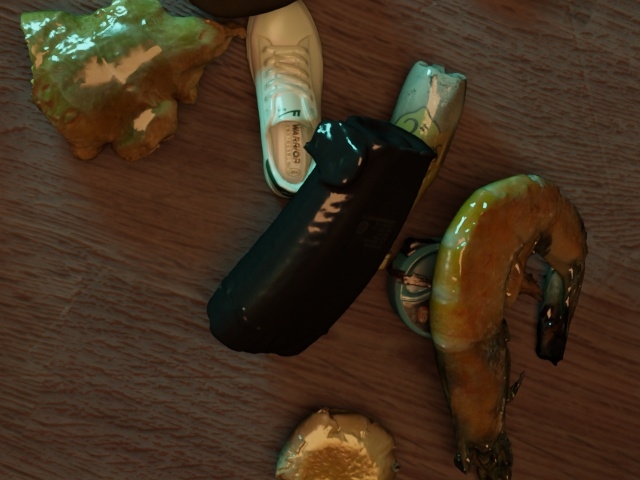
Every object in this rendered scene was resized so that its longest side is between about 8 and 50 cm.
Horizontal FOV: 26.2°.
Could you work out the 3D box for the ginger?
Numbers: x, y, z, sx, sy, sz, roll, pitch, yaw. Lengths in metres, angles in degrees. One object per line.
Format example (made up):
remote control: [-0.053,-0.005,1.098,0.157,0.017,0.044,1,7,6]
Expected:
ginger: [-0.219,-0.209,1.663,0.270,0.123,0.218,-12,96,0]

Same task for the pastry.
pastry: [0.021,0.291,1.781,0.166,0.088,0.165,-1,97,-7]

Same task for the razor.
razor: [0.003,0.001,1.665,0.107,0.189,0.326,47,113,31]

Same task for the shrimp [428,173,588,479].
shrimp: [0.241,0.124,1.753,0.272,0.085,0.444,-20,119,-36]

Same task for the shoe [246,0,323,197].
shoe: [-0.036,-0.178,1.699,0.095,0.110,0.264,-6,101,-4]

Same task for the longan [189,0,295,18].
longan: [-0.084,-0.364,1.628,0.212,0.198,0.198,-38,100,-4]

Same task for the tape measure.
tape measure: [0.154,0.062,1.766,0.146,0.081,0.125,7,100,-11]

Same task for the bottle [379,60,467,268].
bottle: [0.110,-0.090,1.741,0.083,0.083,0.269,16,103,-8]
